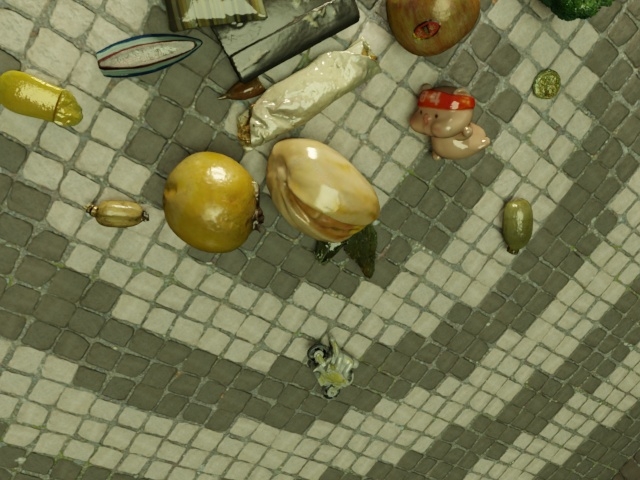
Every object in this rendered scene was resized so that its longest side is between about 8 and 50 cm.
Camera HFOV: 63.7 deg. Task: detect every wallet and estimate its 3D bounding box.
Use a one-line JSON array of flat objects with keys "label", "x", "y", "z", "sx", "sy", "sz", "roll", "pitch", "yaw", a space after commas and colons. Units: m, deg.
[{"label": "wallet", "x": -0.078, "y": -0.499, "z": 1.147, "sx": 0.321, "sy": 0.044, "sz": 0.170, "roll": -29, "pitch": 108, "yaw": -2}]

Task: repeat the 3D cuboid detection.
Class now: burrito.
[{"label": "burrito", "x": -0.035, "y": -0.350, "z": 1.225, "sx": 0.392, "sy": 0.076, "sz": 0.117, "roll": -32, "pitch": 113, "yaw": -2}]

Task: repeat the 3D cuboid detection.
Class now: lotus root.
[{"label": "lotus root", "x": 0.590, "y": -0.037, "z": 1.544, "sx": 0.090, "sy": 0.077, "sz": 0.183, "roll": -9, "pitch": 115, "yaw": -11}, {"label": "lotus root", "x": -0.489, "y": -0.065, "z": 1.235, "sx": 0.152, "sy": 0.063, "sz": 0.072, "roll": 8, "pitch": 139, "yaw": -26}]

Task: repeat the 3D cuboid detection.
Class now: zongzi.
[{"label": "zongzi", "x": 0.000, "y": 0.000, "z": 1.413, "sx": 0.119, "sy": 0.055, "sz": 0.109, "roll": 39, "pitch": 100, "yaw": -16}]

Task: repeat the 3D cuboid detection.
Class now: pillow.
[{"label": "pillow", "x": -0.231, "y": -0.554, "z": 1.072, "sx": 0.212, "sy": 0.052, "sz": 0.208, "roll": -10, "pitch": 102, "yaw": -5}]

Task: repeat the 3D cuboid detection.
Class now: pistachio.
[{"label": "pistachio", "x": 0.002, "y": -0.125, "z": 1.265, "sx": 0.309, "sy": 0.230, "sz": 0.230, "roll": 33, "pitch": 102, "yaw": -21}]

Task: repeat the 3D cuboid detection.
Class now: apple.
[{"label": "apple", "x": 0.246, "y": -0.524, "z": 1.148, "sx": 0.211, "sy": 0.211, "sz": 0.188, "roll": -39, "pitch": 121, "yaw": 5}]

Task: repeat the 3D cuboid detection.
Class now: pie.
[{"label": "pie", "x": 0.617, "y": -0.424, "z": 1.403, "sx": 0.084, "sy": 0.021, "sz": 0.084, "roll": -4, "pitch": 113, "yaw": -10}]

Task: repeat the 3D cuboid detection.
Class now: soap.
[{"label": "soap", "x": -0.600, "y": -0.304, "z": 1.108, "sx": 0.168, "sy": 0.033, "sz": 0.089, "roll": 13, "pitch": 113, "yaw": -22}]

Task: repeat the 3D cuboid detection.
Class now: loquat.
[{"label": "loquat", "x": -0.245, "y": -0.084, "z": 1.205, "sx": 0.243, "sy": 0.244, "sz": 0.244, "roll": -6, "pitch": 116, "yaw": -13}]

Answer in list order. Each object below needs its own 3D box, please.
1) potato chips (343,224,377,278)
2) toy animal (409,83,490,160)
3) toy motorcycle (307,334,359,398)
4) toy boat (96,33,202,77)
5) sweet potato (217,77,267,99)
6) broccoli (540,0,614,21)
[{"label": "potato chips", "x": 0.115, "y": 0.013, "z": 1.433, "sx": 0.142, "sy": 0.026, "sz": 0.209, "roll": -19, "pitch": 112, "yaw": -43}, {"label": "toy animal", "x": 0.324, "y": -0.301, "z": 1.303, "sx": 0.171, "sy": 0.171, "sz": 0.198, "roll": -34, "pitch": 121, "yaw": 2}, {"label": "toy motorcycle", "x": 0.045, "y": 0.390, "z": 1.594, "sx": 0.151, "sy": 0.074, "sz": 0.229, "roll": -22, "pitch": 117, "yaw": -8}, {"label": "toy boat", "x": -0.369, "y": -0.407, "z": 1.122, "sx": 0.228, "sy": 0.046, "sz": 0.080, "roll": -14, "pitch": 113, "yaw": -7}, {"label": "sweet potato", "x": -0.185, "y": -0.348, "z": 1.196, "sx": 0.117, "sy": 0.049, "sz": 0.049, "roll": -22, "pitch": 118, "yaw": -9}, {"label": "broccoli", "x": 0.602, "y": -0.635, "z": 1.164, "sx": 0.270, "sy": 0.270, "sz": 0.270, "roll": 1, "pitch": 88, "yaw": -27}]
